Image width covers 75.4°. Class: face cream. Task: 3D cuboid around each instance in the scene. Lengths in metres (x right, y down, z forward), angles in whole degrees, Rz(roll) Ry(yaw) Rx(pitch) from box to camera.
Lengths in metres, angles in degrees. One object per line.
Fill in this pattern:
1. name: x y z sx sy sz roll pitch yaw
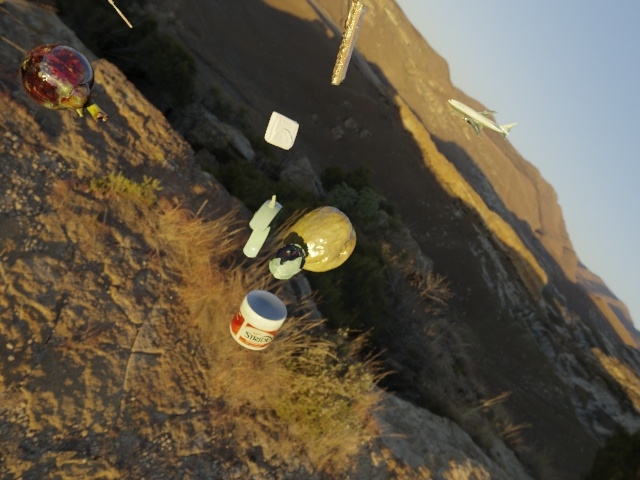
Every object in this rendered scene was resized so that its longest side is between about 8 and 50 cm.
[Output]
1. face cream: -0.275 0.350 1.828 0.201 0.187 0.201 26 24 -13

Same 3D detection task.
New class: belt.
1. belt: -0.113 0.073 1.427 0.105 0.058 0.140 50 53 -3

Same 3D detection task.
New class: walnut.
1. walnut: 0.000 0.000 1.605 0.227 0.283 0.282 73 0 -54

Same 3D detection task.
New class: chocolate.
1. chocolate: 0.109 -0.792 1.674 0.065 0.329 0.102 14 33 -7

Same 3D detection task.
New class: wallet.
1. wallet: -0.155 -0.449 1.711 0.032 0.124 0.183 24 9 29

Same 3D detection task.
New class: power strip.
1. power strip: -0.147 -0.046 1.087 0.044 0.216 0.137 31 60 -1

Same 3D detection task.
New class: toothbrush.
1. toothbrush: -0.646 -0.733 1.338 0.008 0.006 0.097 23 -22 47

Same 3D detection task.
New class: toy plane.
1. toy plane: 0.510 -0.392 1.333 0.226 0.058 0.226 27 46 16

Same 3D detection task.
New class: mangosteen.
1. mangosteen: -0.862 -0.519 1.413 0.289 0.231 0.231 56 20 -30
